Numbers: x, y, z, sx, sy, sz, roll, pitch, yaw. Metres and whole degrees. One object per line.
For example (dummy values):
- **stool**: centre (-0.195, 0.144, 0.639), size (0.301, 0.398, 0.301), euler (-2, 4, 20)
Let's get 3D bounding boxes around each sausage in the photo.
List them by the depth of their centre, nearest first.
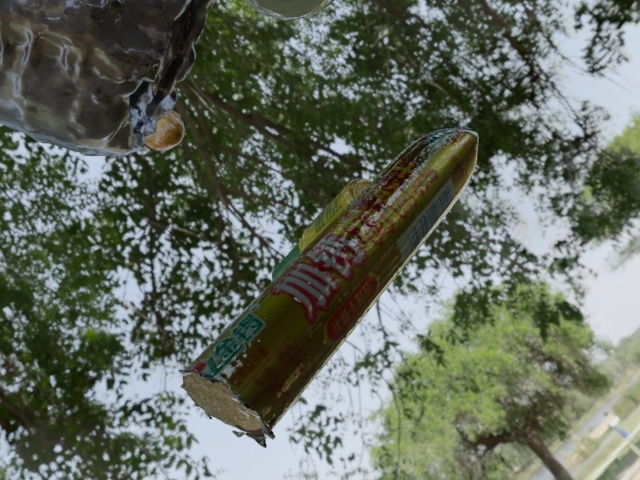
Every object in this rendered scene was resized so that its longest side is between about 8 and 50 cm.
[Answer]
- **sausage**: centre (0.043, 0.002, 0.484), size (0.371, 0.082, 0.082), euler (-46, -21, -33)

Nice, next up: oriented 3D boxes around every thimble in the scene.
- **thimble**: centre (-0.182, -0.182, 0.455), size (0.236, 0.172, 0.205), euler (-82, 15, -56)

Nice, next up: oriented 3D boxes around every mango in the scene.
- **mango**: centre (-0.207, -0.147, 0.769), size (0.046, 0.089, 0.060), euler (39, -104, -42)

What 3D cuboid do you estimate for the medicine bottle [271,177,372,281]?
- **medicine bottle**: centre (0.000, 0.000, 0.958), size (0.260, 0.064, 0.095), euler (-44, 20, 39)

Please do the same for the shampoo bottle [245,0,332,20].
- **shampoo bottle**: centre (-0.066, -0.691, 1.356), size (0.322, 0.322, 0.317), euler (98, -174, -52)
